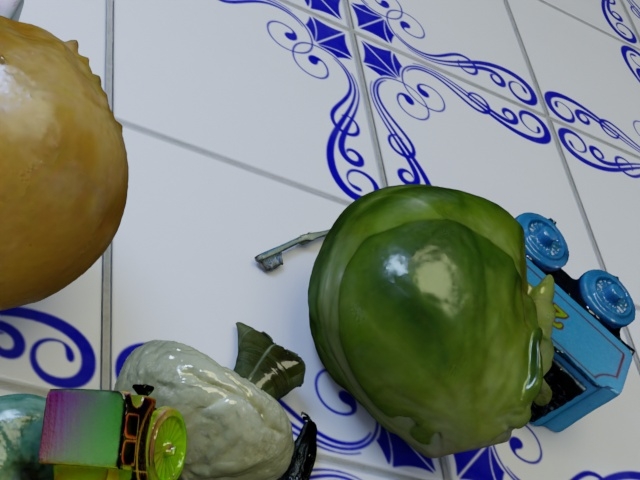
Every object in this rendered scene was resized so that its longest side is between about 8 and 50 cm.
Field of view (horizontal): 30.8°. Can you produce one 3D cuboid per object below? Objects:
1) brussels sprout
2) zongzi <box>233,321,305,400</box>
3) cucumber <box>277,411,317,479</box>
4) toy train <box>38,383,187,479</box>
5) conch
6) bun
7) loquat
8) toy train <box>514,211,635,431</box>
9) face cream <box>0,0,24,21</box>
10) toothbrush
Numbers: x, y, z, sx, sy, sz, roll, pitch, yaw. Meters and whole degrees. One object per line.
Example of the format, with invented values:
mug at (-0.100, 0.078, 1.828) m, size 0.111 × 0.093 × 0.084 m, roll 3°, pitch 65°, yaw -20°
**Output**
brussels sprout at (0.136, 0.101, 1.542) m, size 0.315 × 0.276 × 0.371 m, roll 5°, pitch 67°, yaw -37°
zongzi at (-0.112, 0.169, 1.461) m, size 0.130 × 0.062 × 0.154 m, roll 35°, pitch 47°, yaw 28°
cucumber at (-0.024, 0.272, 1.427) m, size 0.163 × 0.043 × 0.039 m, roll -65°, pitch 140°, yaw -51°
toy train at (-0.203, 0.280, 1.094) m, size 0.160 × 0.100 × 0.296 m, roll 31°, pitch 60°, yaw -66°
conch at (-0.299, 0.242, 1.142) m, size 0.176 × 0.122 × 0.188 m, roll 55°, pitch 36°, yaw -15°
bun at (-0.136, 0.210, 1.259) m, size 0.220 × 0.220 × 0.134 m, roll 35°, pitch 60°, yaw -8°
loquat at (-0.365, -0.079, 1.248) m, size 0.328 × 0.328 × 0.328 m, roll 24°, pitch 39°, yaw -21°
toy train at (0.333, 0.126, 1.781) m, size 0.300 × 0.188 × 0.265 m, roll 41°, pitch 41°, yaw -5°
face cream at (-0.565, -0.398, 1.583) m, size 0.345 × 0.102 × 0.102 m, roll 29°, pitch 38°, yaw -13°
toothbrush at (-0.002, -0.005, 1.741) m, size 0.294 × 0.026 × 0.028 m, roll -26°, pitch 89°, yaw -51°
